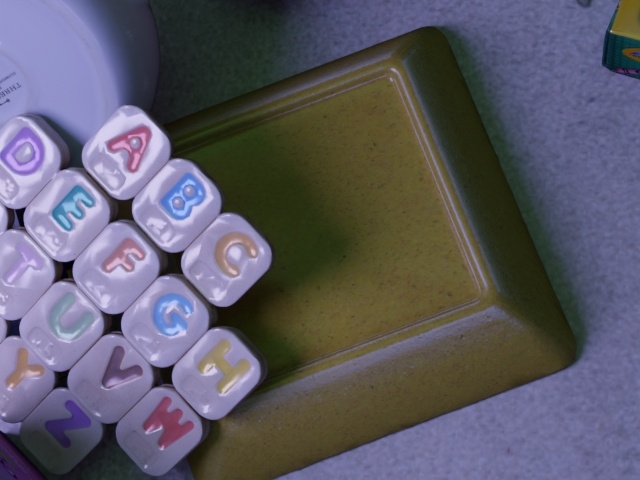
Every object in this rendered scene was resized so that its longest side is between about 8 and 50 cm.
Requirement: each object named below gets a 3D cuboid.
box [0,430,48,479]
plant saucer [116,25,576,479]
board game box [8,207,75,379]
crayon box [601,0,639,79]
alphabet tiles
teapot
[{"bbox_3d":[-0.318,0.231,1.260,0.213,0.243,0.117,-44,72,-7],"label":"box"},{"bbox_3d":[0.000,0.000,1.383,0.333,0.081,0.332,-21,71,0],"label":"plant saucer"},{"bbox_3d":[-0.268,0.045,1.420,0.141,0.048,0.170,-21,70,2],"label":"board game box"},{"bbox_3d":[0.393,-0.191,1.393,0.278,0.081,0.165,18,75,13],"label":"crayon box"},{"bbox_3d":[-0.179,0.044,1.313,0.284,0.021,0.278,47,110,4],"label":"alphabet tiles"},{"bbox_3d":[-0.239,-0.166,1.382,0.256,0.252,0.187,12,35,8],"label":"teapot"}]
